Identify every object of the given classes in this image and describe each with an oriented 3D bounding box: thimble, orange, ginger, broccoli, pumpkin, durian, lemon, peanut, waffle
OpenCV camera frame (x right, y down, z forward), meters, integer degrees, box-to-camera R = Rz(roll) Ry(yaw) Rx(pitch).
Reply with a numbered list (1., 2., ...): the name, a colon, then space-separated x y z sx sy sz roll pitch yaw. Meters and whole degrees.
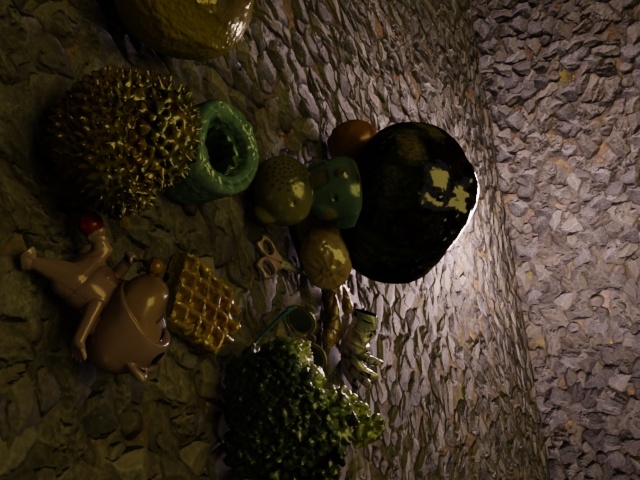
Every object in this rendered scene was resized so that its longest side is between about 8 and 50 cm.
1. thimble: -0.242 -0.177 1.527 0.235 0.143 0.198 -40 112 -58
2. orange: 0.092 -0.279 2.131 0.134 0.155 0.155 36 36 2
3. ginger: 0.037 0.185 1.953 0.193 0.052 0.176 -14 92 -68
4. broccoli: -0.052 0.369 1.536 0.281 0.293 0.348 16 27 -52
5. pumpkin: 0.218 -0.104 1.985 0.344 0.454 0.454 27 43 -2
6. durian: -0.338 -0.174 1.283 0.258 0.258 0.293 56 47 -32
7. lemon: -0.268 -0.492 1.485 0.321 0.268 0.268 13 67 -44
8. peanut: 0.000 0.000 1.869 0.137 0.122 0.253 57 17 -64
9. waffle: -0.236 0.143 1.500 0.211 0.055 0.160 47 41 -42

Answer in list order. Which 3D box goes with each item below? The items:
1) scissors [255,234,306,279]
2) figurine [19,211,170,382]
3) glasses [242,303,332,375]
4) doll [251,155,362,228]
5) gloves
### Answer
1. scissors: -0.092 0.060 1.809 0.212 0.021 0.110 27 53 -53
2. figurine: -0.347 0.094 1.227 0.287 0.186 0.176 55 8 -5
3. glasses: -0.095 0.265 1.713 0.220 0.088 0.190 -22 100 -40
4. doll: -0.037 -0.118 1.766 0.161 0.260 0.177 108 -23 -61
5. gloves: 0.100 0.292 1.948 0.111 0.127 0.212 13 94 -32
